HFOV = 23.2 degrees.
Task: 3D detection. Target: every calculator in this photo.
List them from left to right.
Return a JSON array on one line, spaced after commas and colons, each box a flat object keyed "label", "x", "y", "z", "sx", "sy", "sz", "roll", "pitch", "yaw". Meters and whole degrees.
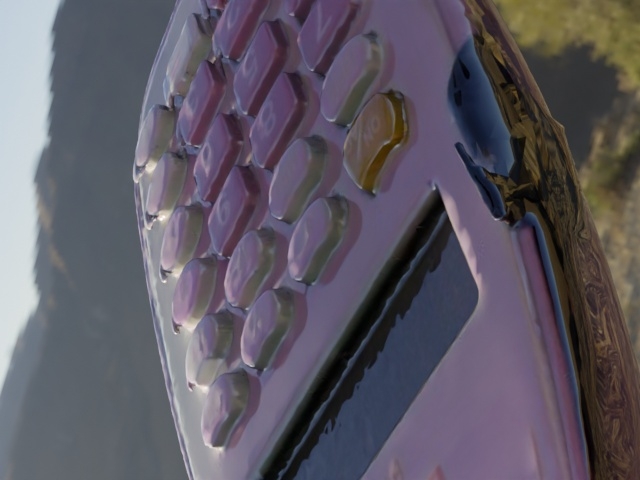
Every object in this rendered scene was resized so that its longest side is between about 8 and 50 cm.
[{"label": "calculator", "x": 0.001, "y": 0.000, "z": 0.455, "sx": 0.194, "sy": 0.043, "sz": 0.294, "roll": -62, "pitch": 36, "yaw": 39}]
